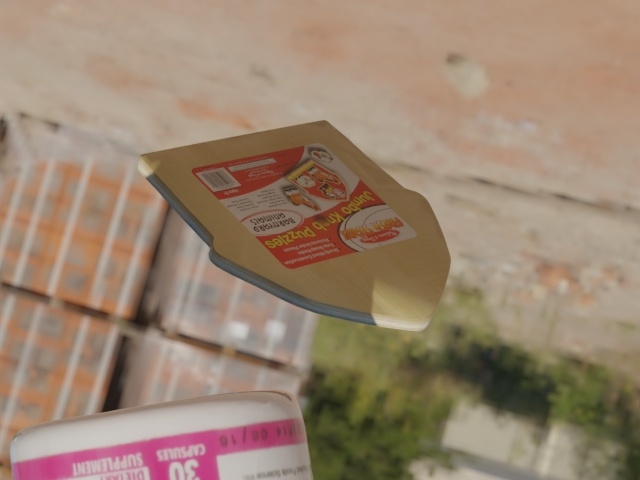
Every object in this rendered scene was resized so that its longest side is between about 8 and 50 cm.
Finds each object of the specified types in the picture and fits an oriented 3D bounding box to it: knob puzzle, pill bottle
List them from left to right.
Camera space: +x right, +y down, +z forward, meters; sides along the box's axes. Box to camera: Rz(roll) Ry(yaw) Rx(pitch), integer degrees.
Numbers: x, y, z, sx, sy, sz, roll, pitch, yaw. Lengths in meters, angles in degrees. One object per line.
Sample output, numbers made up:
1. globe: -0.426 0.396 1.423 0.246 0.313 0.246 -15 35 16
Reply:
1. pill bottle: -0.069 0.229 1.023 0.160 0.283 0.160 -9 174 -1
2. knob puzzle: 0.000 0.000 1.242 0.213 0.030 0.213 16 -147 -11
